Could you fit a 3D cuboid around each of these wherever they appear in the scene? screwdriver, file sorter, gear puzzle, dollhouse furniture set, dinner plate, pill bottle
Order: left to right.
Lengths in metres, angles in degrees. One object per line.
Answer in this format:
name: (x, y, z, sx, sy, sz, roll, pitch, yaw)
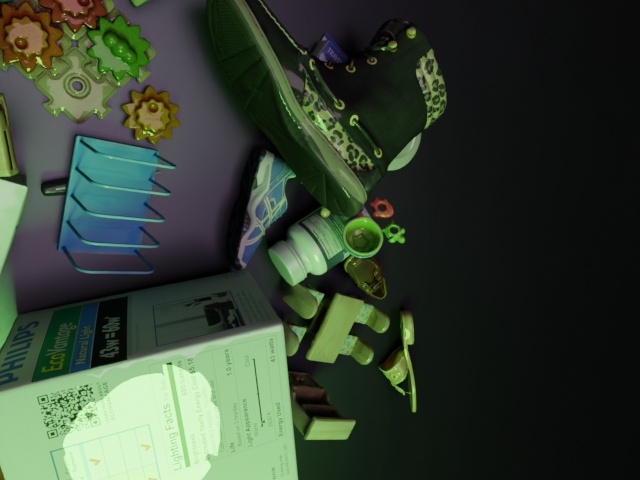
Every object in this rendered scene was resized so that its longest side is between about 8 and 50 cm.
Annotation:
gear puzzle: (-0.327, -0.257, 0.654, 0.175, 0.044, 0.339, -48, 122, -10)
screwdriver: (-0.322, -0.086, 0.725, 0.169, 0.024, 0.025, -10, 80, -30)
file sorter: (-0.286, -0.047, 0.691, 0.118, 0.104, 0.171, 4, 106, -43)
pill bottle: (0.000, 0.000, 0.890, 0.180, 0.108, 0.108, -34, 119, -17)
dollhouse furniture set: (0.018, 0.224, 0.920, 0.212, 0.161, 0.242, 20, 98, -41)
dinner plate: (0.150, -0.210, 0.970, 0.141, 0.017, 0.141, -9, 110, -27)

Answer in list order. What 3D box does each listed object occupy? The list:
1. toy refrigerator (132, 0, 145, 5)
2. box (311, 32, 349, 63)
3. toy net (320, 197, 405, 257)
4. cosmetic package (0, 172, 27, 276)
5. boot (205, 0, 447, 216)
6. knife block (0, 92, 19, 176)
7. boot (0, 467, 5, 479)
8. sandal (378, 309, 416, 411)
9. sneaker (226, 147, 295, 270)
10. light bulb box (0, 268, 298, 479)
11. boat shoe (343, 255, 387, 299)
toy refrigerator: (-0.259, -0.455, 0.608, 0.102, 0.094, 0.270, -41, 122, -22)
box: (0.002, -0.258, 0.851, 0.109, 0.042, 0.178, 37, 86, -34)
toy net: (0.050, -0.079, 0.842, 0.122, 0.045, 0.232, -27, 72, -15)
cosmetic package: (-0.450, 0.025, 0.637, 0.060, 0.098, 0.239, 18, 96, -33)
boot: (0.029, -0.262, 0.759, 0.284, 0.138, 0.378, -43, 108, -21)
knife block: (-0.498, -0.103, 0.492, 0.242, 0.275, 0.088, -28, 122, -54)
boot: (-0.453, 0.401, 0.677, 0.108, 0.220, 0.284, 8, 100, -32)
sandal: (0.172, 0.276, 1.112, 0.079, 0.088, 0.240, -3, 102, 3)
sneaker: (-0.102, -0.046, 0.832, 0.081, 0.080, 0.211, 15, 98, -30)
light bulb box: (-0.239, 0.272, 0.734, 0.360, 0.225, 0.359, -10, 110, -18)
boat shoe: (0.097, 0.069, 0.952, 0.064, 0.060, 0.178, -39, 151, 0)
